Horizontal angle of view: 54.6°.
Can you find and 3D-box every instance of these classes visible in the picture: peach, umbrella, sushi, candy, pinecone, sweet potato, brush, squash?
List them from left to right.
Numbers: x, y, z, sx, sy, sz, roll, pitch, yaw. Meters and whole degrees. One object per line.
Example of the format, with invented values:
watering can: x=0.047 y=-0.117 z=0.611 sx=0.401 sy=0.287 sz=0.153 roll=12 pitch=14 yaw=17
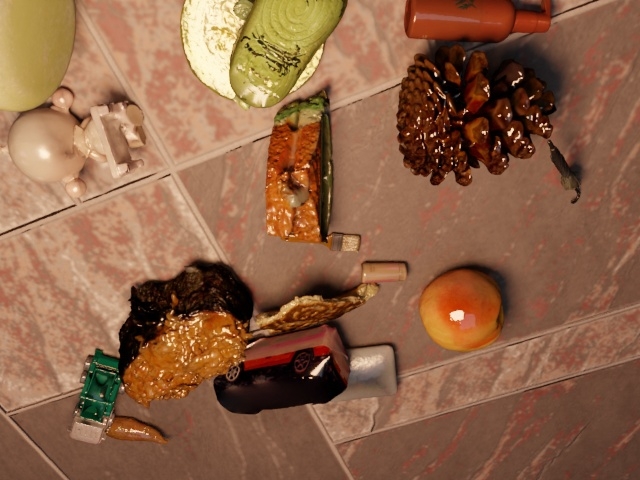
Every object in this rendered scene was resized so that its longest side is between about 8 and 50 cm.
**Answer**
sweet potato: x=-0.484 y=0.481 z=1.575 sx=0.206 sy=0.060 sz=0.068 roll=15 pitch=157 yaw=-2
sushi: x=-0.308 y=0.200 z=1.323 sx=0.348 sy=0.207 sz=0.234 roll=-38 pitch=121 yaw=23
squash: x=-0.114 y=-0.362 z=1.072 sx=0.252 sy=0.049 sz=0.252 roll=-1 pitch=121 yaw=-1
brush: x=0.000 y=0.000 z=1.314 sx=0.170 sy=0.014 sz=0.043 roll=5 pitch=123 yaw=-2
candy: x=0.092 y=0.315 z=1.470 sx=0.174 sy=0.071 sz=0.138 roll=-7 pitch=111 yaw=4
peach: x=0.300 y=0.151 z=1.321 sx=0.184 sy=0.184 sz=0.184 roll=0 pitch=121 yaw=-1
pinecone: x=0.267 y=-0.220 z=1.068 sx=0.292 sy=0.246 sz=0.246 roll=-10 pitch=123 yaw=-20
umbrella: x=0.462 y=-0.137 z=1.170 sx=0.044 sy=0.044 sz=0.269 roll=-54 pitch=143 yaw=0

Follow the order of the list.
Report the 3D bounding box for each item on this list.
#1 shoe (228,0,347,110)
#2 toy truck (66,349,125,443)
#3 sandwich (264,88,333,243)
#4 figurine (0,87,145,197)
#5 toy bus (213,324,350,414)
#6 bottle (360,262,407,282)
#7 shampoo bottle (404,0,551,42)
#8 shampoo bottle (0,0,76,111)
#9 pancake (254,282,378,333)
shoe: x=-0.071 y=-0.335 z=0.997 sx=0.140 sy=0.128 sz=0.262 roll=28 pitch=85 yaw=-27
toy truck: x=-0.526 y=0.376 z=1.460 sx=0.110 sy=0.116 sz=0.216 roll=20 pitch=108 yaw=-11
sandwich: x=-0.044 y=-0.105 z=1.151 sx=0.109 sy=0.212 sz=0.292 roll=6 pitch=136 yaw=13
figurine: x=-0.459 y=-0.170 z=1.132 sx=0.257 sy=0.144 sz=0.181 roll=-10 pitch=124 yaw=9
toy bus: x=-0.085 y=0.293 z=1.391 sx=0.303 sy=0.147 sz=0.127 roll=-15 pitch=123 yaw=23
bottle: x=0.136 y=0.068 z=1.339 sx=0.097 sy=0.045 sz=0.045 roll=-2 pitch=121 yaw=-1
shampoo bottle: x=0.267 y=-0.379 z=1.050 sx=0.244 sy=0.085 sz=0.085 roll=1 pitch=121 yaw=-4
shampoo bottle: x=-0.559 y=-0.343 z=0.918 sx=0.318 sy=0.322 sz=0.322 roll=10 pitch=121 yaw=0
pancake: x=-0.024 y=0.151 z=1.347 sx=0.257 sy=0.056 sz=0.212 roll=2 pitch=153 yaw=-40
